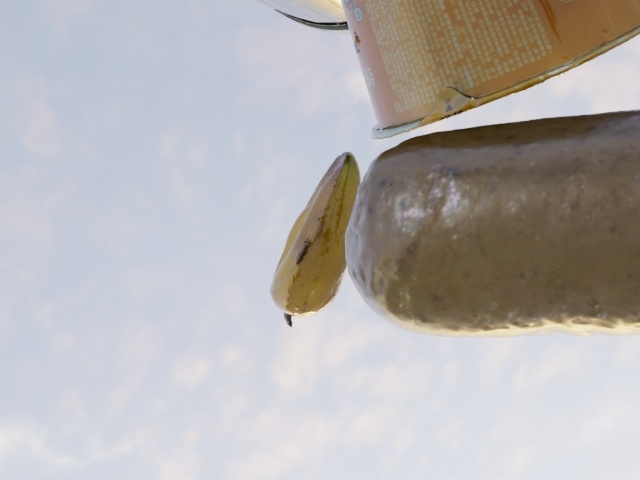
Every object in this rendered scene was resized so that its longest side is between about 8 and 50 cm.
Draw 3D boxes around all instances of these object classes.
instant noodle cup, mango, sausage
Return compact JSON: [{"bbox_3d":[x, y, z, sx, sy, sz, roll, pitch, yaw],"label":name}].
[{"bbox_3d":[0.098,-0.182,0.857,0.215,0.216,0.172,-26,-81,-16],"label":"instant noodle cup"},{"bbox_3d":[0.000,0.000,1.358,0.066,0.101,0.188,19,-90,-12],"label":"mango"},{"bbox_3d":[0.242,-0.014,0.665,0.136,0.500,0.123,0,-92,-63],"label":"sausage"}]

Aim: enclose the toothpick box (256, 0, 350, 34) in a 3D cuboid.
[{"bbox_3d":[-0.045,-0.332,1.153,0.263,0.263,0.354,-59,-26,15],"label":"toothpick box"}]
